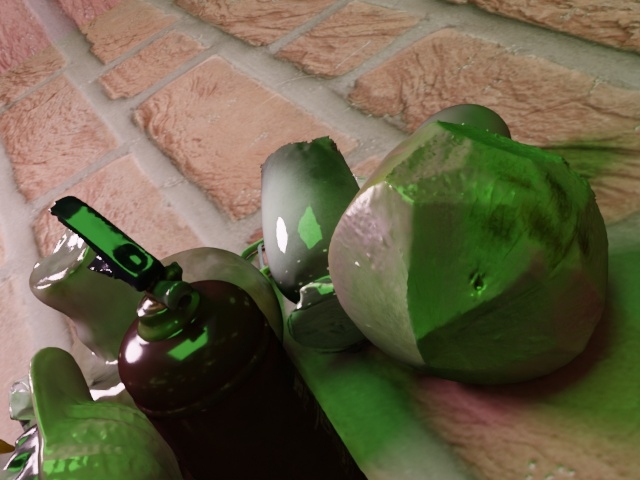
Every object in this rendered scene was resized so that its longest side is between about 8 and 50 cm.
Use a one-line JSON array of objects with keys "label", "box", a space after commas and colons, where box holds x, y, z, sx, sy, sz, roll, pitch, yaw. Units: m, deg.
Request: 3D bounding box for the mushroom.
[{"label": "mushroom", "box": [-0.163, 0.082, 0.896, 0.244, 0.243, 0.243, -21, 31, 14]}]

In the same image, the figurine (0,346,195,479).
[{"label": "figurine", "box": [-0.242, 0.240, 0.673, 0.332, 0.204, 0.185, -39, 0, -13]}]

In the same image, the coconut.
[{"label": "coconut", "box": [0.118, 0.014, 0.781, 0.205, 0.236, 0.235, -22, 29, 38]}]

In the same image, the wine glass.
[{"label": "wine glass", "box": [0.000, 0.000, 0.926, 0.111, 0.111, 0.204, -22, 54, 13]}]

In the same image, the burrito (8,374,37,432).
[{"label": "burrito", "box": [-0.212, 0.208, 0.811, 0.064, 0.203, 0.064, -22, -2, -1]}]

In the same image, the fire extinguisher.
[{"label": "fire extinguisher", "box": [-0.070, 0.110, 0.657, 0.102, 0.344, 0.138, -44, 33, -23]}]

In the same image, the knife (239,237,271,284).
[{"label": "knife", "box": [-0.074, 0.062, 1.057, 0.054, 0.015, 0.212, -26, 30, 7]}]

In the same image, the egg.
[{"label": "egg", "box": [0.142, -0.086, 1.009, 0.135, 0.103, 0.103, -40, 32, -13]}]

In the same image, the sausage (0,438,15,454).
[{"label": "sausage", "box": [-0.329, 0.324, 0.780, 0.134, 0.116, 0.353, -36, 31, 29]}]

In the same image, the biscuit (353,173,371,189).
[{"label": "biscuit", "box": [0.029, -0.013, 1.060, 0.188, 0.040, 0.265, -30, 30, 4]}]
